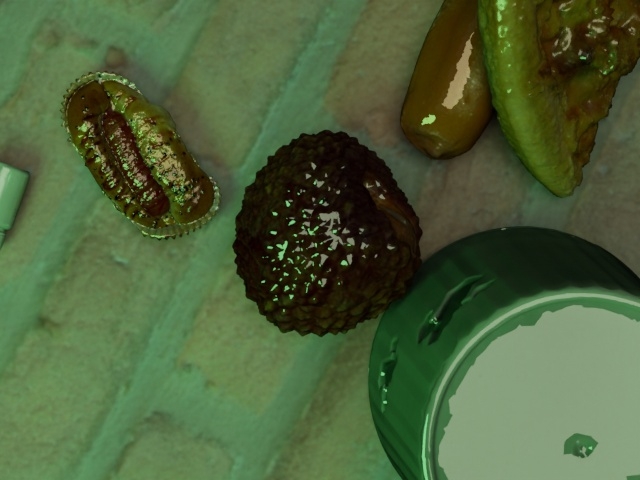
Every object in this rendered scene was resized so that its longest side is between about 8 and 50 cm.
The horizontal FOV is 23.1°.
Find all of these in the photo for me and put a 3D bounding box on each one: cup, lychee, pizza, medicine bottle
[{"bbox_3d":[0.204,0.196,1.421,0.310,0.392,0.400,-2,94,0],"label":"cup"},{"bbox_3d":[0.000,0.000,1.512,0.188,0.188,0.188,0,88,-5],"label":"lychee"},{"bbox_3d":[0.220,-0.200,1.514,0.258,0.087,0.268,24,88,-44],"label":"pizza"},{"bbox_3d":[-0.320,-0.036,1.539,0.047,0.047,0.083,20,87,-5],"label":"medicine bottle"}]

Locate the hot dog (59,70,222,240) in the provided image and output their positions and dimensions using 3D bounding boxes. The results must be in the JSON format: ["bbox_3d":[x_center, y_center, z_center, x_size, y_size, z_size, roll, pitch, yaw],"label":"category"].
[{"bbox_3d":[-0.181,-0.084,1.551,0.099,0.053,0.192,-37,94,-9],"label":"hot dog"}]

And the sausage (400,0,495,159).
[{"bbox_3d":[0.152,-0.193,1.567,0.098,0.098,0.238,24,86,-4],"label":"sausage"}]
